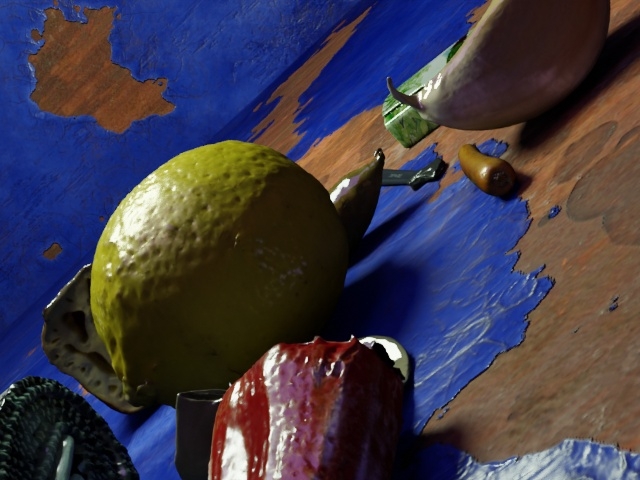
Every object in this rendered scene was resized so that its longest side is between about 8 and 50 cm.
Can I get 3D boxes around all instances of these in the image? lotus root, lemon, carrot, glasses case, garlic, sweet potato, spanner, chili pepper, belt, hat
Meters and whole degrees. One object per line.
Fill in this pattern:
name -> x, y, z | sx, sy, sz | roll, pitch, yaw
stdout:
lotus root -> -0.255, 0.115, 1.425 | 0.199, 0.188, 0.180 | -46, 0, 2
lemon -> -0.107, 0.037, 1.067 | 0.310, 0.253, 0.253 | -52, 16, -27
carrot -> 0.162, -0.078, 1.070 | 0.037, 0.037, 0.190 | -43, 13, 6
glasses case -> 0.198, -0.231, 1.345 | 0.272, 0.062, 0.095 | -36, 16, 32
garlic -> 0.196, -0.204, 1.076 | 0.245, 0.164, 0.145 | -50, 31, 3
sweet potato -> -0.001, 0.003, 1.230 | 0.269, 0.075, 0.074 | -46, 12, 31
spanner -> 0.104, -0.081, 1.291 | 0.046, 0.012, 0.208 | -47, 14, -10
chili pepper -> -0.023, 0.188, 0.705 | 0.252, 0.144, 0.136 | -77, -10, -51
belt -> -0.295, 0.281, 1.014 | 0.160, 0.207, 0.295 | -37, 31, 14
hat -> -0.015, 0.155, 0.880 | 0.173, 0.144, 0.166 | 10, 12, 25
